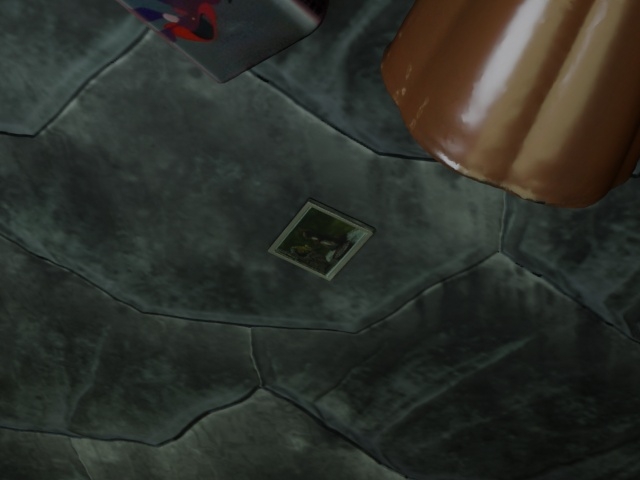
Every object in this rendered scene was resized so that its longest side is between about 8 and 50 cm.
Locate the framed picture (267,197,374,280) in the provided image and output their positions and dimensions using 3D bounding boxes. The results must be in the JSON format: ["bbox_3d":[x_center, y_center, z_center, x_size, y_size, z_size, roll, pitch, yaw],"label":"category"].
[{"bbox_3d":[0.000,0.000,1.405,0.066,0.006,0.089,26,142,-13],"label":"framed picture"}]

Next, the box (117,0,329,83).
[{"bbox_3d":[-0.107,-0.211,1.122,0.224,0.069,0.120,38,137,-27],"label":"box"}]

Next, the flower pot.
[{"bbox_3d":[0.157,-0.144,1.039,0.191,0.190,0.173,21,131,-7],"label":"flower pot"}]
